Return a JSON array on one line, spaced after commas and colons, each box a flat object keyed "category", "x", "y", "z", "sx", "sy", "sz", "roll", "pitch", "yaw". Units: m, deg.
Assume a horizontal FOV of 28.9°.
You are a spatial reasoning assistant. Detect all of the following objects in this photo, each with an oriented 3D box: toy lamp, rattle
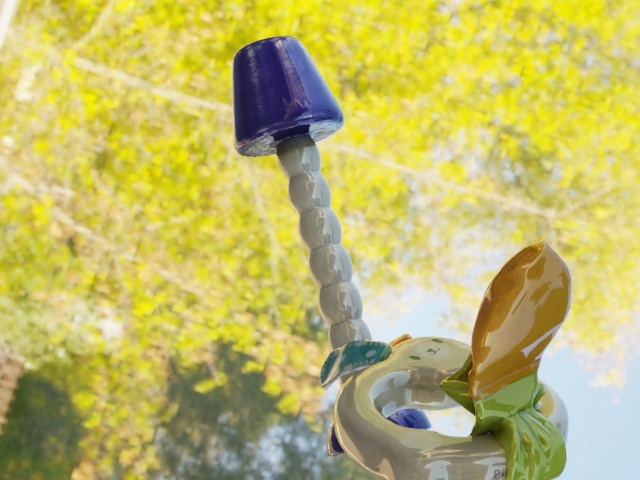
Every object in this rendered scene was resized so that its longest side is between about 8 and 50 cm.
[{"category": "toy lamp", "x": 0.000, "y": 0.000, "z": 0.817, "sx": 0.080, "sy": 0.080, "sz": 0.274, "roll": 135, "pitch": -60, "yaw": -71}, {"category": "rattle", "x": 0.057, "y": 0.047, "z": 0.683, "sx": 0.199, "sy": 0.130, "sz": 0.142, "roll": -115, "pitch": -173, "yaw": -67}]
